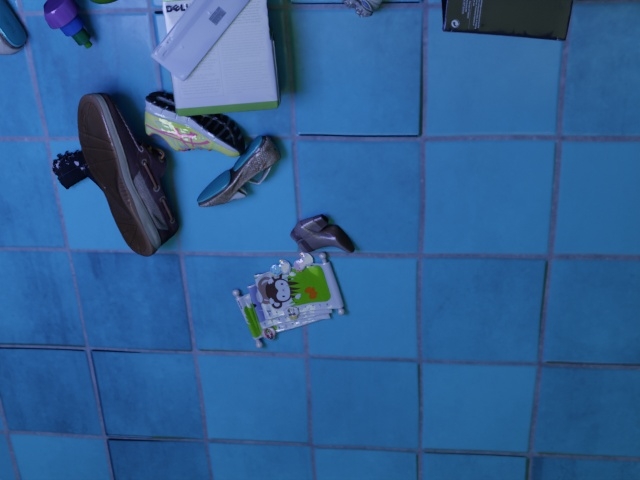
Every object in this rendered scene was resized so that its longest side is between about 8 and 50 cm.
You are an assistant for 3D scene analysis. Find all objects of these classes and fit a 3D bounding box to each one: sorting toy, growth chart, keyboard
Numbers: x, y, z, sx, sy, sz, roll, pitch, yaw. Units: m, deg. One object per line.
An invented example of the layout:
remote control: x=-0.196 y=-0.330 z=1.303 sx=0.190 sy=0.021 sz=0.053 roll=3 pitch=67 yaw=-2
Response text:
sorting toy: x=-0.313 y=-0.440 z=1.519 sx=0.365 sy=0.127 sz=0.126 roll=-23 pitch=134 yaw=15
growth chart: x=-0.067 y=0.121 z=1.799 sx=0.237 sy=0.021 sz=0.172 roll=-21 pitch=111 yaw=16
keyboard: x=-0.182 y=-0.387 z=1.446 sx=0.072 sy=0.014 sz=0.256 roll=36 pitch=107 yaw=-22

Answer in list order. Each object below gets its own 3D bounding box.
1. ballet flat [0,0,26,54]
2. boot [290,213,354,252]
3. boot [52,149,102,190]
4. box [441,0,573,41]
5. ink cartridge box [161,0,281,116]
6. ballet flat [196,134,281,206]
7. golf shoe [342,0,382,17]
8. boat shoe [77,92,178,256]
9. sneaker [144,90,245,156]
ballet flat: x=-0.631 y=-0.452 z=1.560 sx=0.086 sy=0.086 sz=0.248 roll=-15 pitch=114 yaw=14
boot: x=0.000 y=0.000 z=1.722 sx=0.087 sy=0.042 sz=0.118 roll=-35 pitch=106 yaw=28
boot: x=-0.474 y=-0.129 z=1.715 sx=0.099 sy=0.045 sz=0.121 roll=-21 pitch=107 yaw=16
box: x=0.289 y=-0.400 z=1.355 sx=0.184 sy=0.261 sz=0.103 roll=8 pitch=117 yaw=3
ink cartridge box: x=-0.175 y=-0.361 z=1.516 sx=0.188 sy=0.097 sz=0.255 roll=-4 pitch=115 yaw=0
ballet flat: x=-0.155 y=-0.119 z=1.666 sx=0.067 sy=0.073 sz=0.206 roll=37 pitch=120 yaw=-27
golf shoe: x=0.041 y=-0.469 z=1.477 sx=0.176 sy=0.069 sz=0.086 roll=38 pitch=95 yaw=-15
boat shoe: x=-0.362 y=-0.139 z=1.663 sx=0.123 sy=0.123 sz=0.342 roll=10 pitch=127 yaw=44
sneaker: x=-0.243 y=-0.204 z=1.635 sx=0.208 sy=0.081 sz=0.094 roll=26 pitch=124 yaw=2
